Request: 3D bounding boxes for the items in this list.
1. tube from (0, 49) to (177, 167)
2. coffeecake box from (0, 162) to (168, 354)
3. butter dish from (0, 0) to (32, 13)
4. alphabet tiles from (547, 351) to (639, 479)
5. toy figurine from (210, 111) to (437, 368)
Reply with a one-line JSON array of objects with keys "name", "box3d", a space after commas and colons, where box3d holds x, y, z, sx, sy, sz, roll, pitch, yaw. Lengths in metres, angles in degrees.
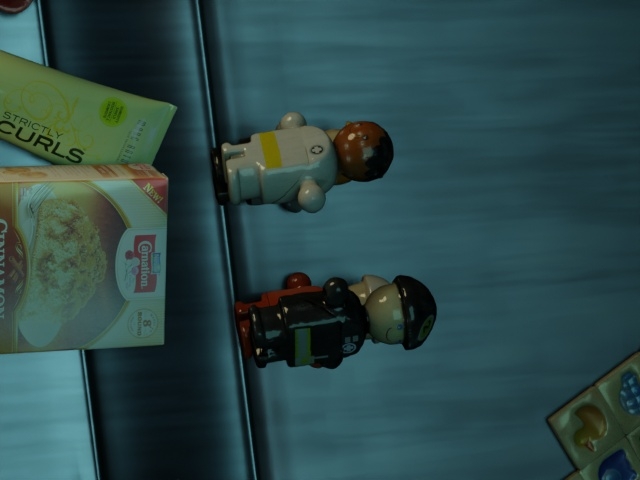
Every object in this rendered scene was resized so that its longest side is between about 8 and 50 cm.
[{"name": "tube", "box3d": [-0.240, -0.113, 1.470, 0.240, 0.070, 0.062, 23, 48, -23]}, {"name": "coffeecake box", "box3d": [-0.221, 0.014, 1.457, 0.185, 0.068, 0.142, -3, 104, -19]}, {"name": "butter dish", "box3d": [-0.263, -0.283, 1.428, 0.160, 0.118, 0.160, 29, 82, -17]}, {"name": "alphabet tiles", "box3d": [0.370, 0.223, 1.708, 0.342, 0.011, 0.285, -34, 101, -16]}, {"name": "toy figurine", "box3d": [0.000, 0.000, 1.473, 0.148, 0.213, 0.210, -9, 89, -7]}]
